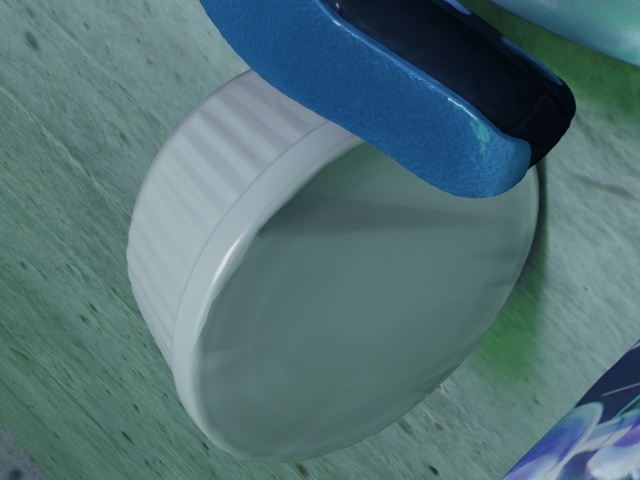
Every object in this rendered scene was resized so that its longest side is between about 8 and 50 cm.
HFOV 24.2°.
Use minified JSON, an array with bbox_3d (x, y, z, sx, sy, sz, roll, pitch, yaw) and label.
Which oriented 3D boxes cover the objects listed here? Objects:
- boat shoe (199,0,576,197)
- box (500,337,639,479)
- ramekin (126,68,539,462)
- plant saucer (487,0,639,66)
[{"bbox_3d":[0.027,-0.114,0.831,0.258,0.089,0.109,44,144,20],"label":"boat shoe"},{"bbox_3d":[0.290,0.001,0.355,0.212,0.395,0.293,51,153,-4],"label":"box"},{"bbox_3d":[0.000,0.000,0.964,0.127,0.273,0.273,45,156,38],"label":"ramekin"},{"bbox_3d":[0.134,-0.151,0.655,0.318,0.043,0.317,24,173,3],"label":"plant saucer"}]
